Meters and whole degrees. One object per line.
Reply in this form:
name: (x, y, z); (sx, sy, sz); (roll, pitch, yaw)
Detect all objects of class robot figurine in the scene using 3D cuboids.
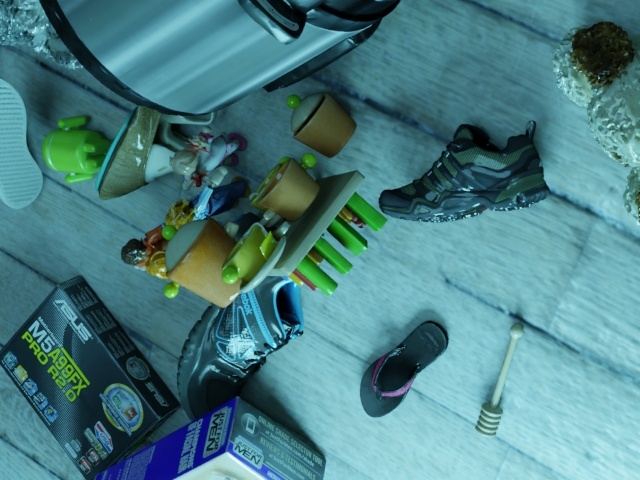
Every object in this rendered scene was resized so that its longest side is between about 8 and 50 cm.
robot figurine: (-0.371, -0.135, 1.808); (0.115, 0.067, 0.101); (7, 113, 29)

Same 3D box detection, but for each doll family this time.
doll family: (-0.174, -0.028, 1.666); (0.118, 0.163, 0.263); (40, 121, 14)

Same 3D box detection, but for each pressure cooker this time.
pressure cooker: (-0.082, -0.368, 1.360); (0.420, 0.375, 0.370); (-25, 87, 37)

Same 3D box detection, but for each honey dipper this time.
honey dipper: (0.239, 0.182, 1.569); (0.030, 0.030, 0.161); (24, 112, 23)

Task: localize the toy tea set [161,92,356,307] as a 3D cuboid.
toy tea set: (-0.088, -0.064, 1.537); (0.124, 0.336, 0.200); (37, 144, -10)

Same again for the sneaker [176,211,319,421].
sneaker: (-0.106, 0.137, 1.701); (0.139, 0.125, 0.341); (25, 118, 18)

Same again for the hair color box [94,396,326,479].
hair color box: (-0.177, 0.377, 1.780); (0.338, 0.110, 0.185); (-33, 120, 32)

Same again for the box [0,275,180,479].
box: (-0.378, 0.226, 1.926); (0.270, 0.060, 0.216); (52, 123, 7)

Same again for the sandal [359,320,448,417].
sandal: (0.105, 0.178, 1.637); (0.067, 0.040, 0.179); (45, 122, 11)

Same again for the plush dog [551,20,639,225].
plush dog: (0.364, -0.137, 1.279); (0.210, 0.225, 0.263); (-29, 89, 34)

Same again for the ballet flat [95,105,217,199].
ballet flat: (-0.212, -0.179, 1.692); (0.124, 0.116, 0.342); (26, 113, 2)

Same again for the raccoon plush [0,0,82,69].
raccoon plush: (-0.417, -0.306, 1.747); (0.299, 0.216, 0.446); (48, 152, 4)

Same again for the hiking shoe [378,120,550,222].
hiking shoe: (0.176, -0.085, 1.505); (0.226, 0.086, 0.114); (-8, 84, 28)

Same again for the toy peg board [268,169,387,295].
toy peg board: (0.000, 0.000, 1.560); (0.079, 0.161, 0.160); (42, 165, -14)

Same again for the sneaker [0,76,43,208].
sneaker: (-0.522, -0.175, 1.811); (0.161, 0.102, 0.282); (41, 152, 23)
